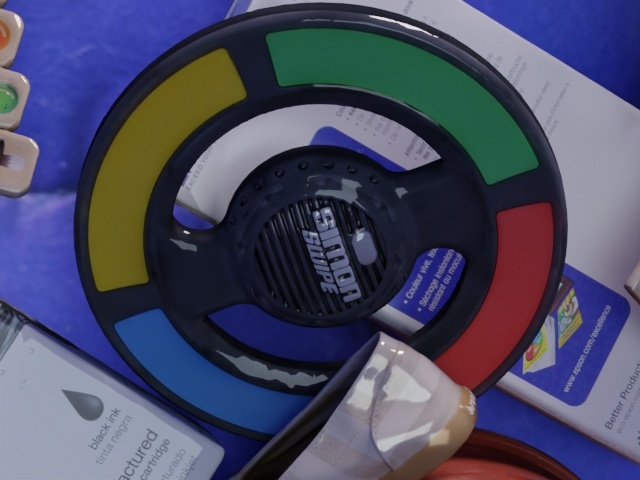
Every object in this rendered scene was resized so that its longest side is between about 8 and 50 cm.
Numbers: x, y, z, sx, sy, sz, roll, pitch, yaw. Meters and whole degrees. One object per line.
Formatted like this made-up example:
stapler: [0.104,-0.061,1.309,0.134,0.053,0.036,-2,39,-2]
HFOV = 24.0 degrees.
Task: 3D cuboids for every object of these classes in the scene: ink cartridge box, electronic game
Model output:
ink cartridge box: [-0.176,0.103,0.715,0.208,0.087,0.153,34,84,-12]
ink cartridge box: [0.081,-0.021,0.788,0.333,0.065,0.165,30,85,-15]
electronic game: [0.000,0.000,0.699,0.229,0.048,0.229,0,117,0]

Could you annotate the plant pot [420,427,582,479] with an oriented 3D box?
plant pot: [0.089,0.241,0.696,0.273,0.265,0.272,-1,93,-14]

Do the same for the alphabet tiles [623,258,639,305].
alphabet tiles: [0.248,-0.040,0.781,0.198,0.009,0.237,43,76,-37]

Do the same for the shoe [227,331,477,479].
shoe: [-0.025,0.124,0.715,0.219,0.076,0.058,-41,111,17]

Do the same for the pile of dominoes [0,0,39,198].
pile of dominoes: [-0.233,-0.133,0.674,0.196,0.040,0.251,-4,74,-15]
